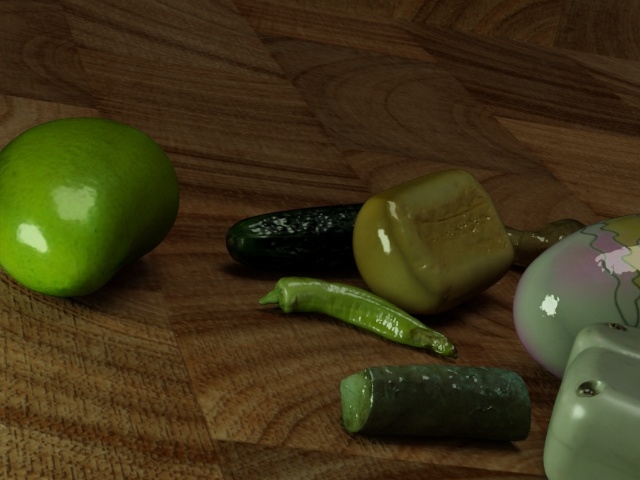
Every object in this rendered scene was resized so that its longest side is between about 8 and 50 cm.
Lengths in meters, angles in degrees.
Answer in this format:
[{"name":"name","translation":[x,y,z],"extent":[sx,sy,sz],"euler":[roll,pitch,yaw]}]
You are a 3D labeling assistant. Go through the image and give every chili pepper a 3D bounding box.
[{"name":"chili pepper","translation":[0.043,0.072,1.907],"extent":[0.208,0.043,0.049],"euler":[15,5,5]}]

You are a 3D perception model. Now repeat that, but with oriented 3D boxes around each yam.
[{"name":"yam","translation":[0.103,0.143,1.684],"extent":[0.169,0.068,0.068],"euler":[7,18,-23]}]

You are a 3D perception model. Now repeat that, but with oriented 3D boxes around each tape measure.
[{"name":"tape measure","translation":[0.335,0.171,1.665],"extent":[0.258,0.130,0.265],"euler":[18,18,8]}]

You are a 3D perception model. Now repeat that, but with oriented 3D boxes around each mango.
[{"name":"mango","translation":[-0.247,-0.039,1.870],"extent":[0.185,0.149,0.273],"euler":[19,23,13]}]

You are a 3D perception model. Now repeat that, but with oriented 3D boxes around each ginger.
[{"name":"ginger","translation":[0.271,0.004,2.234],"extent":[0.165,0.067,0.096],"euler":[17,39,13]}]

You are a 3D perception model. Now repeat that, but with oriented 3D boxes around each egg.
[{"name":"egg","translation":[0.319,0.064,1.865],"extent":[0.271,0.196,0.196],"euler":[14,15,-29]}]

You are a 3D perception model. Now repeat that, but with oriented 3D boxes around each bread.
[{"name":"bread","translation":[0.114,0.006,2.028],"extent":[0.098,0.147,0.217],"euler":[-27,-7,34]}]

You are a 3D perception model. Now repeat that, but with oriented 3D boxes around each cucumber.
[{"name":"cucumber","translation":[-0.001,-0.001,2.053],"extent":[0.241,0.074,0.074],"euler":[-5,25,-41]}]
